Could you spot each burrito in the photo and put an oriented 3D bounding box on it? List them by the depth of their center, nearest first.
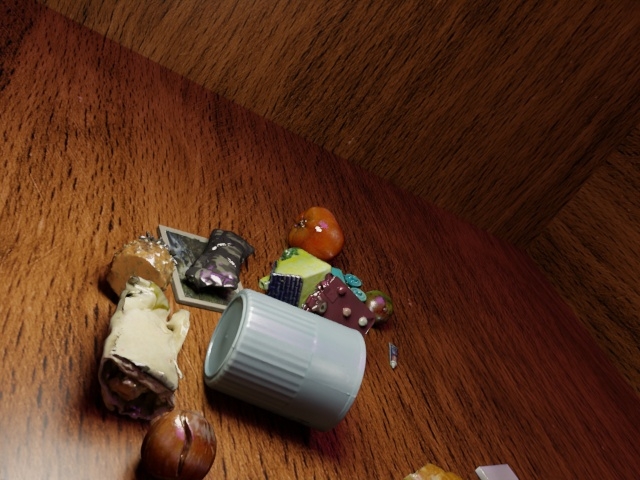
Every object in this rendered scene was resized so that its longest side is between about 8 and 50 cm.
[{"bbox_3d":[-0.383,0.223,1.410,0.190,0.135,0.332,36,18,-22],"label":"burrito"}]

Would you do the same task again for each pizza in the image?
[{"bbox_3d":[0.324,0.647,1.675,0.271,0.056,0.134,24,28,-23],"label":"pizza"}]

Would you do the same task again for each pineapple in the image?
[{"bbox_3d":[-0.435,0.061,1.670,0.158,0.158,0.279,33,11,-6],"label":"pineapple"}]

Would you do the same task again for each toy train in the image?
[{"bbox_3d":[0.060,0.173,2.157,0.154,0.107,0.198,17,29,-22],"label":"toy train"}]

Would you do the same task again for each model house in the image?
[{"bbox_3d":[-0.106,0.145,1.882,0.170,0.194,0.211,31,31,33],"label":"model house"}]

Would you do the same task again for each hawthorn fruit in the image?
[{"bbox_3d":[0.000,0.000,2.314,0.225,0.196,0.196,42,18,-28],"label":"hawthorn fruit"}]

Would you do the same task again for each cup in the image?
[{"bbox_3d":[-0.093,0.260,1.586,0.311,0.257,0.331,25,27,-20],"label":"cup"}]

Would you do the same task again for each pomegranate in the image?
[{"bbox_3d":[0.181,0.230,2.209,0.130,0.130,0.130,29,24,-15],"label":"pomegranate"}]

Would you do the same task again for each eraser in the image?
[{"bbox_3d":[0.523,0.698,1.892,0.150,0.023,0.104,13,32,-41],"label":"eraser"}]

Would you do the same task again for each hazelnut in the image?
[{"bbox_3d":[-0.265,0.391,1.246,0.154,0.143,0.143,39,15,-45],"label":"hazelnut"}]

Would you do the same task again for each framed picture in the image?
[{"bbox_3d":[-0.335,0.087,1.880,0.240,0.020,0.324,19,28,-35],"label":"framed picture"}]

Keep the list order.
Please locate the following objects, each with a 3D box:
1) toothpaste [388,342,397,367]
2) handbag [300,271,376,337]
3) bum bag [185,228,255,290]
[{"bbox_3d":[0.235,0.372,2.120,0.037,0.021,0.140,37,20,-8],"label":"toothpaste"},{"bbox_3d":[0.035,0.226,1.843,0.216,0.203,0.074,47,-18,-27],"label":"handbag"},{"bbox_3d":[-0.278,0.052,1.884,0.144,0.095,0.340,20,23,-2],"label":"bum bag"}]
